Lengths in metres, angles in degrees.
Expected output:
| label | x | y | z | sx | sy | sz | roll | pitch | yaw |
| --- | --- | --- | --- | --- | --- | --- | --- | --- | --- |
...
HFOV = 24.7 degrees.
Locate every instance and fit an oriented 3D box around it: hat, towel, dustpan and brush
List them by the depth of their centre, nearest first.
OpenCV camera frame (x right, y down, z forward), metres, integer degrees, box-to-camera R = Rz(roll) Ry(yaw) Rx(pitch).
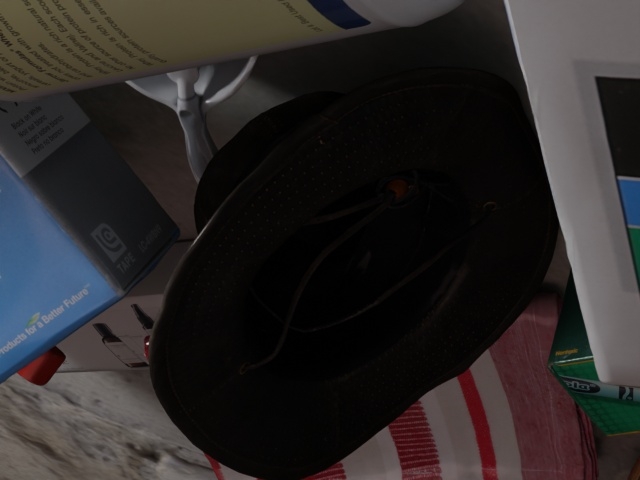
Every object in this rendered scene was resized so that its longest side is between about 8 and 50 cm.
| label | x | y | z | sx | sy | sz | roll | pitch | yaw |
| --- | --- | --- | --- | --- | --- | --- | --- | --- | --- |
| dustpan and brush | -0.088 | -0.116 | 0.953 | 0.147 | 0.060 | 0.211 | 5 | 141 | 21 |
| hat | 0.000 | 0.000 | 0.966 | 0.134 | 0.331 | 0.331 | 46 | 159 | 36 |
| towel | 0.048 | 0.138 | 1.176 | 0.329 | 0.037 | 0.237 | -7 | 136 | 15 |

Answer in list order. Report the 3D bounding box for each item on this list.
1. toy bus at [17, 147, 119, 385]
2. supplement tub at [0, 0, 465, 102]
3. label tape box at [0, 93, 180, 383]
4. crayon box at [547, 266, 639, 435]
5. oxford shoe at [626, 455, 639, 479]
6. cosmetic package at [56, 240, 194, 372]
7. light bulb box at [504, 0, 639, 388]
| label | x | y | z | sx | sy | sz | roll | pitch | yaw |
| --- | --- | --- | --- | --- | --- | --- | --- | --- | --- |
| toy bus | -0.240 | 0.002 | 1.142 | 0.202 | 0.191 | 0.104 | 11 | -174 | 14 |
| supplement tub | -0.098 | -0.194 | 0.692 | 0.324 | 0.235 | 0.235 | -7 | 136 | 25 |
| label tape box | -0.294 | -0.058 | 0.907 | 0.249 | 0.115 | 0.348 | -34 | 99 | 26 |
| crayon box | 0.283 | 0.012 | 0.845 | 0.278 | 0.165 | 0.081 | -13 | 132 | 37 |
| oxford shoe | 0.317 | 0.186 | 1.106 | 0.097 | 0.098 | 0.271 | 29 | 143 | -11 |
| cosmetic package | -0.174 | 0.060 | 1.222 | 0.239 | 0.060 | 0.099 | -6 | 135 | 32 |
| light bulb box | 0.204 | -0.184 | 0.472 | 0.225 | 0.358 | 0.361 | 4 | 139 | 25 |
